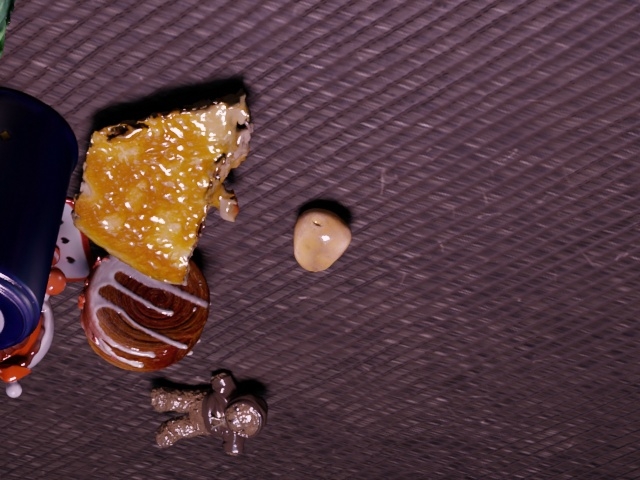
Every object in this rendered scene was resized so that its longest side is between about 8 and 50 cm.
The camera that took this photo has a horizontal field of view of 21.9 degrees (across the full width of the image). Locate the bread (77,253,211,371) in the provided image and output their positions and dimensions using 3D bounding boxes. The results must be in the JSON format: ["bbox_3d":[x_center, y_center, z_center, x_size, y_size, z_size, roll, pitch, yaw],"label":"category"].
[{"bbox_3d":[-0.213,0.079,1.999,0.160,0.160,0.073,11,158,-8],"label":"bread"}]

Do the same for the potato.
[{"bbox_3d":[0.000,0.000,1.961,0.068,0.062,0.083,27,110,14],"label":"potato"}]

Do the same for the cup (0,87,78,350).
[{"bbox_3d":[-0.395,0.004,1.849,0.178,0.256,0.255,24,137,-22],"label":"cup"}]

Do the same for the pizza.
[{"bbox_3d":[-0.174,-0.077,1.880,0.189,0.071,0.297,25,133,-6],"label":"pizza"}]

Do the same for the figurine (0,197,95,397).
[{"bbox_3d":[-0.381,0.083,1.962,0.183,0.226,0.160,0,141,4],"label":"figurine"}]

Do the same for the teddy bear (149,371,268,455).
[{"bbox_3d":[-0.144,0.233,2.239,0.160,0.078,0.119,-2,105,16],"label":"teddy bear"}]

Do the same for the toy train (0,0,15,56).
[{"bbox_3d":[-0.366,-0.276,1.543,0.188,0.243,0.132,16,169,-14],"label":"toy train"}]
